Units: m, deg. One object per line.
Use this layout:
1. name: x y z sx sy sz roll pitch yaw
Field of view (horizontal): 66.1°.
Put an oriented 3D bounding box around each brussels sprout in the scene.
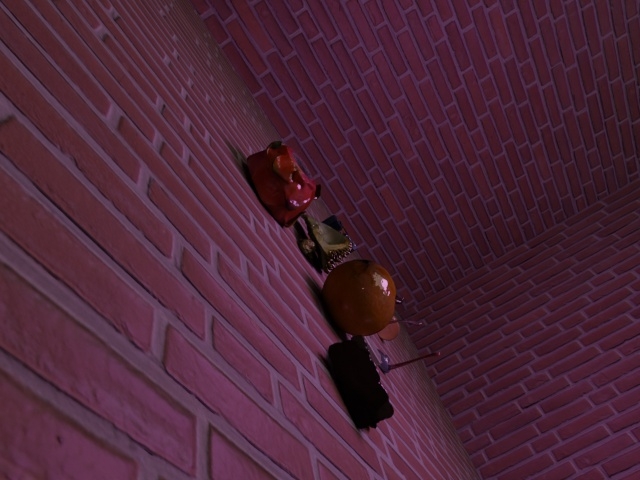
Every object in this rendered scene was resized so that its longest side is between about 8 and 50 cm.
1. brussels sprout: -0.042 0.030 1.825 0.085 0.058 0.085 -14 90 -84

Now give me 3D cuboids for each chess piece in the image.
1. chess piece: 0.364 0.456 2.658 0.117 0.117 0.397 60 5 7

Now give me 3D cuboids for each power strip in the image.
1. power strip: 0.123 0.308 1.853 0.367 0.043 0.106 60 7 2

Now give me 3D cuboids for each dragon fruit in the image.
1. dragon fruit: -0.123 -0.213 1.714 0.291 0.189 0.290 58 7 -11

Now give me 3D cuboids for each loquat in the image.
1. loquat: 0.131 0.194 1.653 0.263 0.263 0.263 58 7 -11

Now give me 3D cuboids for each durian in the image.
1. durian: -0.006 0.009 1.981 0.198 0.163 0.394 24 18 -29

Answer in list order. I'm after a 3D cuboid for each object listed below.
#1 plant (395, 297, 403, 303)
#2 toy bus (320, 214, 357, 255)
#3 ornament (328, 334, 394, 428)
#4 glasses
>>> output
1. plant: 0.198 0.222 2.016 0.204 0.234 0.178 63 11 -13
2. toy bus: 0.081 -0.012 2.520 0.167 0.138 0.275 60 5 19
3. ornament: 0.113 0.378 1.331 0.260 0.106 0.251 65 4 -69
4. glasses: 0.315 0.400 1.945 0.234 0.268 0.118 58 25 -20
